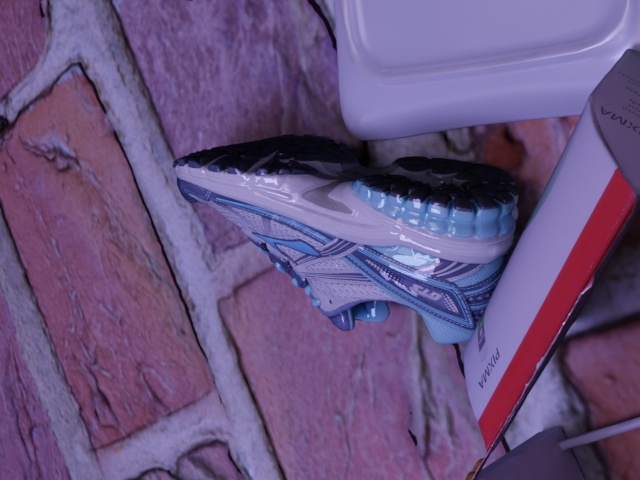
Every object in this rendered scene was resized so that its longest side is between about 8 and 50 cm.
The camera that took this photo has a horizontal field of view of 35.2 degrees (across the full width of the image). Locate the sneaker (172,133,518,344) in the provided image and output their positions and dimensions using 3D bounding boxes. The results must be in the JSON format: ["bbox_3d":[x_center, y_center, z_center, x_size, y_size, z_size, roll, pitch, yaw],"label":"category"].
[{"bbox_3d":[0.000,0.000,0.704,0.283,0.110,0.122,16,114,39],"label":"sneaker"}]

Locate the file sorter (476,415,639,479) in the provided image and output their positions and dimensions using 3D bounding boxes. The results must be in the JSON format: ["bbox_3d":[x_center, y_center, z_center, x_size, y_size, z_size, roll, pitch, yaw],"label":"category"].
[{"bbox_3d":[0.197,0.237,0.527,0.173,0.192,0.278,-27,81,38],"label":"file sorter"}]

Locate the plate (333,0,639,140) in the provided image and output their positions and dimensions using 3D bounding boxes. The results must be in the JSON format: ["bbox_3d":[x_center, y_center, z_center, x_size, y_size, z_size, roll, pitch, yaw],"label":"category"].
[{"bbox_3d":[0.098,-0.207,0.615,0.277,0.045,0.278,-1,98,42],"label":"plate"}]

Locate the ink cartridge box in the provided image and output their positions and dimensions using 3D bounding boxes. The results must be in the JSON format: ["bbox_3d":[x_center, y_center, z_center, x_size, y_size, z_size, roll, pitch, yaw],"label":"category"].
[{"bbox_3d":[0.112,0.021,0.514,0.056,0.224,0.181,32,129,16],"label":"ink cartridge box"}]
